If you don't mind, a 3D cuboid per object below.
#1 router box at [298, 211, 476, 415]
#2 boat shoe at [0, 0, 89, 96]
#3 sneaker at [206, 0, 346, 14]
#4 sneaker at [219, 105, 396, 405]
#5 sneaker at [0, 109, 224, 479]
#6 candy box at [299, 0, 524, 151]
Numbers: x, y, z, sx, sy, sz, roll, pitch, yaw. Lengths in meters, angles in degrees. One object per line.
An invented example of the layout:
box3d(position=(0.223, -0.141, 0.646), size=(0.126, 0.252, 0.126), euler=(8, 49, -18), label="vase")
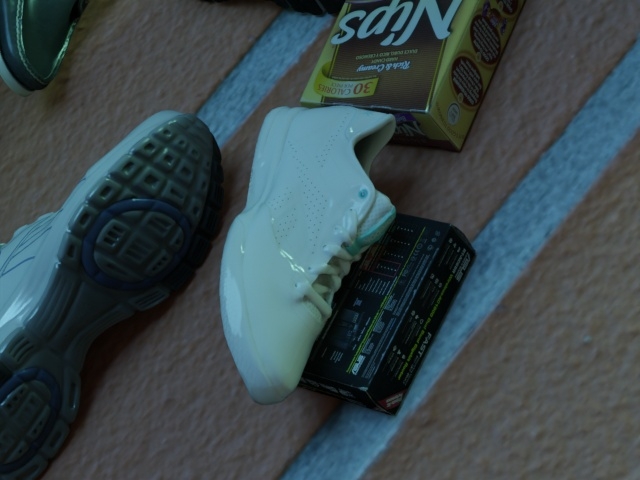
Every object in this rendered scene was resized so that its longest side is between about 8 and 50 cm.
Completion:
box3d(position=(0.029, 0.040, 1.161), size=(0.092, 0.038, 0.122), euler=(14, 69, 40), label="router box")
box3d(position=(-0.207, -0.218, 1.477), size=(0.079, 0.084, 0.233), euler=(-11, 51, 30), label="boat shoe")
box3d(position=(-0.035, -0.227, 1.365), size=(0.208, 0.081, 0.094), euler=(14, 67, 41), label="sneaker")
box3d(position=(0.000, 0.000, 1.135), size=(0.094, 0.080, 0.212), euler=(-4, 55, 20), label="sneaker")
box3d(position=(-0.185, 0.025, 1.279), size=(0.297, 0.111, 0.129), euler=(-51, 40, -7), label="sneaker")
box3d(position=(0.073, -0.154, 1.257), size=(0.109, 0.053, 0.186), euler=(8, 66, 37), label="candy box")
